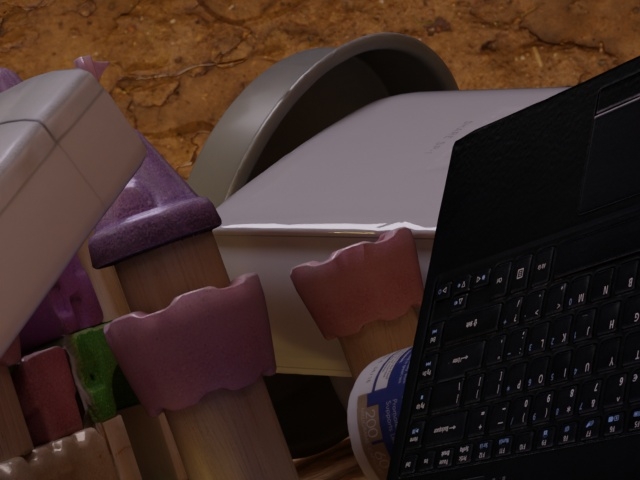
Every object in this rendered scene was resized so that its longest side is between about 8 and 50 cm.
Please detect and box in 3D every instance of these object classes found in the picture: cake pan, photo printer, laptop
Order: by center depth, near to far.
[{"bbox_3d":[0.035,0.037,0.602,0.136,0.264,0.234,22,-21,-24],"label":"laptop"},{"bbox_3d":[0.118,-0.009,1.064,0.307,0.107,0.256,2,24,33],"label":"photo printer"},{"bbox_3d":[0.000,0.000,1.256,0.054,0.293,0.293,20,23,33],"label":"cake pan"}]

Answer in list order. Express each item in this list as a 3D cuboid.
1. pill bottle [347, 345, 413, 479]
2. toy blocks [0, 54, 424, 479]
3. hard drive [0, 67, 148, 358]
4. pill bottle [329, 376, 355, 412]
[{"bbox_3d":[0.073,0.066,0.760,0.067,0.067,0.120,-18,-3,-45],"label":"pill bottle"},{"bbox_3d":[-0.133,0.043,0.881,0.309,0.260,0.288,-21,-1,19],"label":"toy blocks"},{"bbox_3d":[-0.204,0.093,0.480,0.233,0.047,0.353,-22,24,31],"label":"hard drive"},{"bbox_3d":[0.098,0.052,1.222,0.184,0.103,0.103,-20,-2,-18],"label":"pill bottle"}]
